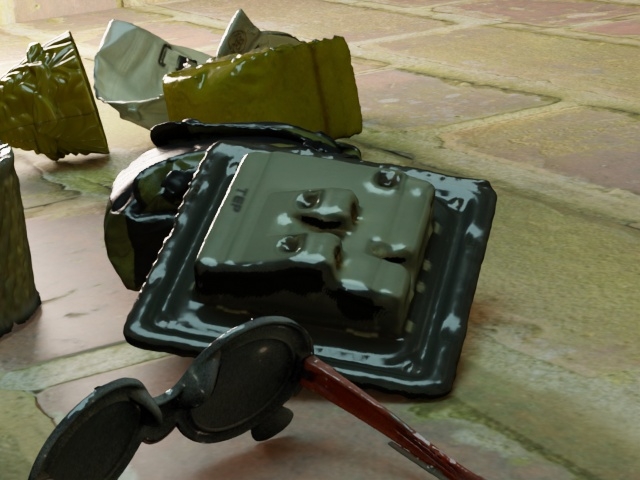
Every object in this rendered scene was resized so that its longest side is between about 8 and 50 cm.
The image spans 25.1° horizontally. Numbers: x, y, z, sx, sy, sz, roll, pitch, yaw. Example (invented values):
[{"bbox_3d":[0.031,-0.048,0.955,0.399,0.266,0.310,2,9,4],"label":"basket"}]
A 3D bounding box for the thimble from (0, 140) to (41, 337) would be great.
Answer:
[{"bbox_3d":[-0.389,0.004,1.273,0.270,0.150,0.271,-5,16,1],"label":"thimble"}]

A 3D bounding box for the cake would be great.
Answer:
[{"bbox_3d":[-0.078,-0.160,1.732,0.179,0.156,0.260,-9,6,39],"label":"cake"}]

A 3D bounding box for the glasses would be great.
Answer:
[{"bbox_3d":[-0.015,0.164,0.836,0.268,0.118,0.234,33,35,33],"label":"glasses"}]

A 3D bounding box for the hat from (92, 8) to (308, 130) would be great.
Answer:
[{"bbox_3d":[-0.149,-0.208,1.986,0.257,0.168,0.301,4,-6,41],"label":"hat"}]

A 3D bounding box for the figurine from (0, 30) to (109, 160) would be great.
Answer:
[{"bbox_3d":[-0.447,-0.147,1.858,0.315,0.168,0.187,-17,45,-5],"label":"figurine"}]

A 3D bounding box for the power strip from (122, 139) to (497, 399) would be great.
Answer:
[{"bbox_3d":[-0.002,-0.001,1.124,0.251,0.092,0.257,4,41,14],"label":"power strip"}]

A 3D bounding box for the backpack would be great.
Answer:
[{"bbox_3d":[-0.074,-0.039,1.343,0.253,0.140,0.207,-9,20,0],"label":"backpack"}]
